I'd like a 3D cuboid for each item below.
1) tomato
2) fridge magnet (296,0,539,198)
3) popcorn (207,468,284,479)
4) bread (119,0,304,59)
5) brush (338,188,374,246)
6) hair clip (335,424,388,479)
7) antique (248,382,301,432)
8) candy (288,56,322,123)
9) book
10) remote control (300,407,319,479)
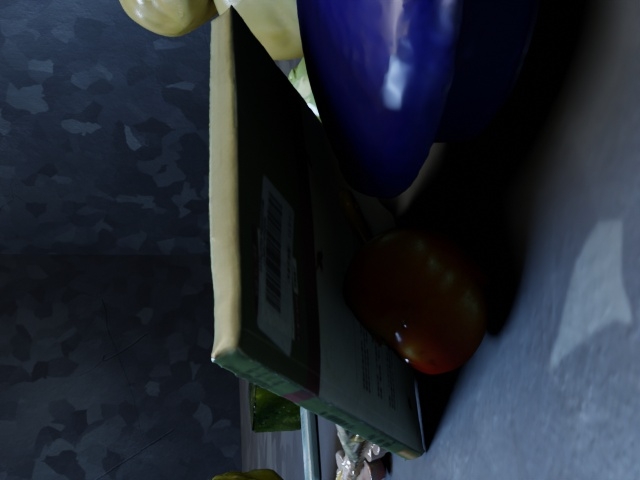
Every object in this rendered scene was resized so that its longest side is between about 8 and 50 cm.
[{"bbox_3d":[0.056,0.029,0.447,0.075,0.087,0.087,-47,8,-4],"label":"tomato"},{"bbox_3d":[0.043,-0.155,0.433,0.265,0.112,0.266,-179,90,-83],"label":"fridge magnet"},{"bbox_3d":[-0.071,0.395,0.849,0.225,0.276,0.276,-52,13,2],"label":"popcorn"},{"bbox_3d":[-0.071,-0.381,0.746,0.329,0.245,0.424,113,161,-66],"label":"bread"},{"bbox_3d":[0.042,0.026,0.515,0.170,0.014,0.043,60,-164,-45],"label":"brush"},{"bbox_3d":[0.035,0.182,0.687,0.214,0.056,0.062,88,160,-52],"label":"hair clip"},{"bbox_3d":[-0.061,0.191,1.198,0.080,0.081,0.221,-102,16,-48],"label":"antique"},{"bbox_3d":[0.011,-0.063,0.814,0.093,0.092,0.336,43,156,24],"label":"candy"},{"bbox_3d":[0.007,0.017,0.499,0.289,0.026,0.201,47,-147,-57],"label":"book"},{"bbox_3d":[-0.015,0.276,1.090,0.053,0.017,0.124,107,161,-58],"label":"remote control"}]
